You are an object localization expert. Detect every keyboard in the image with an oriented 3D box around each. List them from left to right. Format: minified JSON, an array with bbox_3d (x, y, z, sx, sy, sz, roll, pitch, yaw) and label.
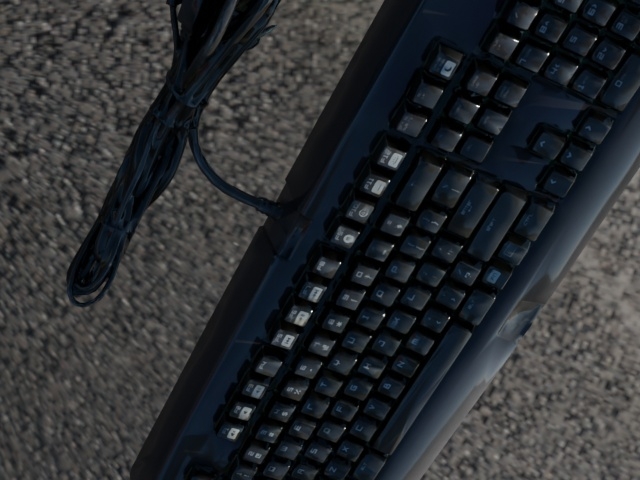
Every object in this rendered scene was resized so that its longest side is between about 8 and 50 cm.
[{"bbox_3d":[0.000,0.000,0.491,0.201,0.033,0.317,23,116,-13],"label":"keyboard"}]
